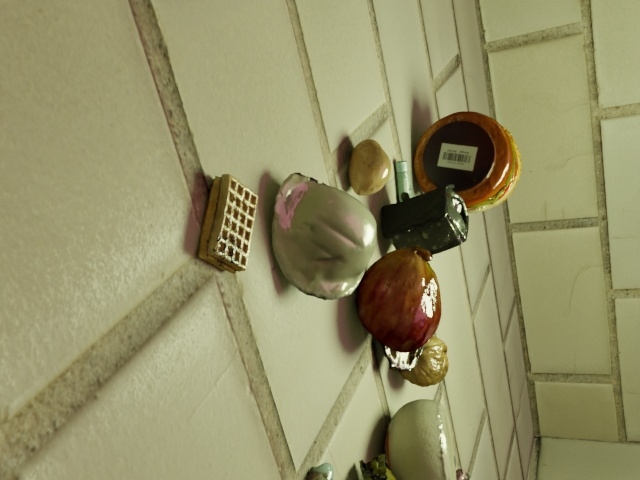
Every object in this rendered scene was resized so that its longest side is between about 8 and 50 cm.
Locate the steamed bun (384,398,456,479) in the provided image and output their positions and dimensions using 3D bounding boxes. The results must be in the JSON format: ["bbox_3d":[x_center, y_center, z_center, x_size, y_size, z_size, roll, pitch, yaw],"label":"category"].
[{"bbox_3d":[0.259,0.566,1.732,0.283,0.177,0.283,-8,90,-78],"label":"steamed bun"}]

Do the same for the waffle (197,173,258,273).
[{"bbox_3d":[-0.155,-0.027,1.107,0.102,0.042,0.148,40,53,-56],"label":"waffle"}]

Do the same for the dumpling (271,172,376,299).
[{"bbox_3d":[-0.001,0.001,1.333,0.227,0.243,0.175,-63,-175,-18],"label":"dumpling"}]

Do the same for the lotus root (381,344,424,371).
[{"bbox_3d":[0.225,0.210,1.815,0.167,0.078,0.329,26,58,-20],"label":"lotus root"}]

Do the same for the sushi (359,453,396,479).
[{"bbox_3d":[0.153,0.656,1.588,0.139,0.131,0.291,-86,158,-75],"label":"sushi"}]

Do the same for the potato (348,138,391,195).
[{"bbox_3d":[0.120,-0.181,1.625,0.112,0.112,0.147,36,48,-58],"label":"potato"}]

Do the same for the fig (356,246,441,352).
[{"bbox_3d":[0.198,0.150,1.634,0.224,0.224,0.263,38,50,-57],"label":"fig"}]

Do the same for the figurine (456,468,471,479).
[{"bbox_3d":[0.417,0.884,1.981,0.361,0.211,0.253,-30,119,-59],"label":"figurine"}]

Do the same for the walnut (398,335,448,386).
[{"bbox_3d":[0.297,0.342,1.877,0.184,0.155,0.155,30,61,-62],"label":"walnut"}]

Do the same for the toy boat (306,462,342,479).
[{"bbox_3d":[0.012,0.581,1.333,0.227,0.085,0.155,-69,146,-40],"label":"toy boat"}]

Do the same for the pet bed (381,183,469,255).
[{"bbox_3d":[0.288,-0.065,1.805,0.159,0.211,0.183,57,31,-21],"label":"pet bed"}]

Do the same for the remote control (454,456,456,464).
[{"bbox_3d":[0.357,0.716,2.071,0.266,0.066,0.090,19,56,-58],"label":"remote control"}]

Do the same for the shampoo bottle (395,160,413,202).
[{"bbox_3d":[0.255,-0.144,1.966,0.069,0.041,0.190,-28,112,-56],"label":"shampoo bottle"}]

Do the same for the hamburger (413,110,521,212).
[{"bbox_3d":[0.485,-0.250,2.141,0.250,0.330,0.330,15,73,-65],"label":"hamburger"}]
